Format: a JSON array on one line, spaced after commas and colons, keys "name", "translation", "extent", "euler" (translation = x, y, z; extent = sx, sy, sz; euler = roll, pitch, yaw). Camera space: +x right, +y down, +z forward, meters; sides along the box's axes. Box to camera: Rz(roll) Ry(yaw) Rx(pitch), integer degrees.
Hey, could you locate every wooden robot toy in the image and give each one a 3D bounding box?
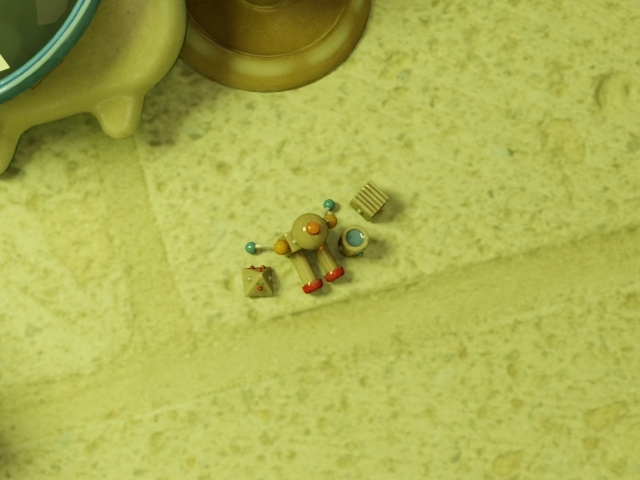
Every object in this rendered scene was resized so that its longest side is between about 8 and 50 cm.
[{"name": "wooden robot toy", "translation": [0.000, 0.000, 1.721], "extent": [0.173, 0.079, 0.076], "euler": [-29, 82, -15]}]

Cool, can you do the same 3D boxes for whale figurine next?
[{"name": "whale figurine", "translation": [-0.251, -0.184, 1.717], "extent": [0.272, 0.141, 0.216], "euler": [-43, 91, 8]}]

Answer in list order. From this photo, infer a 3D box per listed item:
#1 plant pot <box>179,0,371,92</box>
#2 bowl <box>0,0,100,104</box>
[{"name": "plant pot", "translation": [-0.061, -0.268, 1.805], "extent": [0.236, 0.032, 0.236], "euler": [2, 75, -8]}, {"name": "bowl", "translation": [-0.371, -0.291, 1.615], "extent": [0.391, 0.077, 0.391], "euler": [-1, 82, 5]}]
